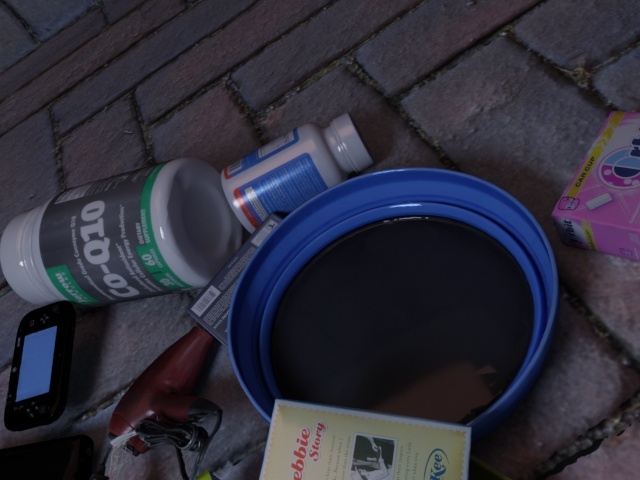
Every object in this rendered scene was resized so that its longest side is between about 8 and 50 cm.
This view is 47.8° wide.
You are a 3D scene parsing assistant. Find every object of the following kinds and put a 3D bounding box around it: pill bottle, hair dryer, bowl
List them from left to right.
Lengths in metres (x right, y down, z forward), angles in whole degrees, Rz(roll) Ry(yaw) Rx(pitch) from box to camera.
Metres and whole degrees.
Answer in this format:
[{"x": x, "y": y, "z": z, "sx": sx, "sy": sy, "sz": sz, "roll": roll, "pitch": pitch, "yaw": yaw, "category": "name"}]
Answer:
[{"x": -0.325, "y": 0.000, "z": 1.164, "sx": 0.361, "sy": 0.204, "sz": 0.204, "roll": -12, "pitch": 47, "yaw": 28, "category": "pill bottle"}, {"x": -0.186, "y": 0.223, "z": 0.933, "sx": 0.224, "sy": 0.080, "sz": 0.293, "roll": -29, "pitch": 29, "yaw": 18, "category": "hair dryer"}, {"x": -0.033, "y": -0.107, "z": 1.127, "sx": 0.222, "sy": 0.124, "sz": 0.124, "roll": -27, "pitch": 42, "yaw": 10, "category": "pill bottle"}, {"x": 0.082, "y": 0.081, "z": 0.862, "sx": 0.391, "sy": 0.077, "sz": 0.391, "roll": -12, "pitch": 49, "yaw": 14, "category": "bowl"}]

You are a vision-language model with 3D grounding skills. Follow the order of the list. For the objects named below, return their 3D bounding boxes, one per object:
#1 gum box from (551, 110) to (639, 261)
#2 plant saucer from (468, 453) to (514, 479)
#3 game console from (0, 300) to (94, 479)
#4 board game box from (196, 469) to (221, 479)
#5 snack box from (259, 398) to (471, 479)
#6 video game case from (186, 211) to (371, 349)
[{"x": 0.373, "y": -0.074, "z": 0.866, "sx": 0.107, "sy": 0.062, "sz": 0.188, "roll": 17, "pitch": 63, "yaw": 42, "category": "gum box"}, {"x": 0.154, "y": 0.319, "z": 0.662, "sx": 0.188, "sy": 0.045, "sz": 0.188, "roll": 23, "pitch": 67, "yaw": 45, "category": "plant saucer"}, {"x": -0.432, "y": 0.258, "z": 1.055, "sx": 0.213, "sy": 0.044, "sz": 0.361, "roll": -13, "pitch": 55, "yaw": 10, "category": "game console"}, {"x": -0.083, "y": 0.340, "z": 0.768, "sx": 0.043, "sy": 0.092, "sz": 0.181, "roll": -38, "pitch": 41, "yaw": -4, "category": "board game box"}, {"x": 0.023, "y": 0.309, "z": 0.621, "sx": 0.187, "sy": 0.060, "sz": 0.321, "roll": 6, "pitch": 63, "yaw": 10, "category": "snack box"}, {"x": -0.041, "y": 0.091, "z": 0.989, "sx": 0.274, "sy": 0.026, "sz": 0.196, "roll": 33, "pitch": 77, "yaw": 38, "category": "video game case"}]
